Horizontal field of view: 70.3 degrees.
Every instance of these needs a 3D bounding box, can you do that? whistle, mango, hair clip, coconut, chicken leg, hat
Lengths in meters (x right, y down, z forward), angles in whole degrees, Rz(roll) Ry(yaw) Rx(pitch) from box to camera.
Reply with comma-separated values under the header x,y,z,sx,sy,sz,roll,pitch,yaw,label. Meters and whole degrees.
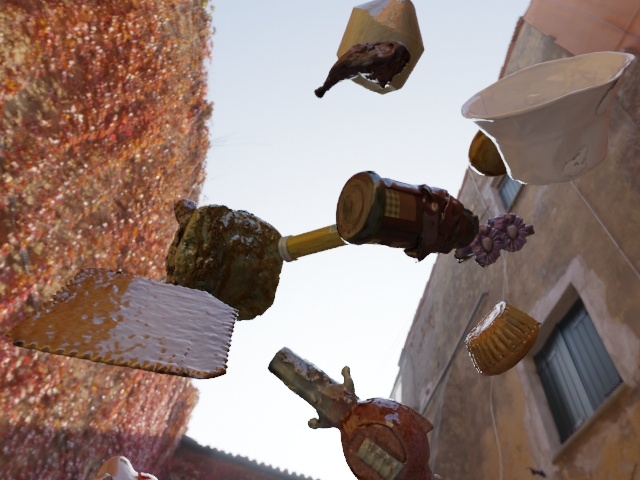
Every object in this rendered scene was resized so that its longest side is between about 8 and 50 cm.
x,y,z,sx,sy,sz,roll,pitch,yaw,label
0.056,0.299,0.764,0.346,0.133,0.142,32,-59,21,whistle
0.440,-0.236,1.030,0.227,0.099,0.136,-34,-78,26,mango
0.435,-0.004,1.136,0.084,0.292,0.106,-19,-91,56,hair clip
0.152,-0.481,1.105,0.202,0.202,0.222,23,-64,-6,coconut
0.078,-0.346,0.916,0.204,0.053,0.093,-2,-54,19,chicken leg
0.299,-0.151,0.600,0.203,0.203,0.126,-14,-63,18,hat

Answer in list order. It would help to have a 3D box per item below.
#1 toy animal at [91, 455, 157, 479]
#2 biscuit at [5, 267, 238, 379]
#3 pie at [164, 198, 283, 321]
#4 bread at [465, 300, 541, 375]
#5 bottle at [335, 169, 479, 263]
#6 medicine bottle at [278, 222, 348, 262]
x,y,z,sx,sy,sz,roll,pitch,yaw,label
-0.374,0.475,0.782,0.171,0.172,0.197,-39,-34,29,toy animal
-0.228,0.098,0.588,0.236,0.232,0.013,14,-76,-9,biscuit
-0.289,0.071,1.490,0.417,0.396,0.180,17,-22,-38,pie
0.551,0.305,1.396,0.139,0.240,0.240,41,-58,5,bread
0.167,-0.032,0.832,0.271,0.143,0.156,9,-17,-28,bottle
0.000,0.000,1.143,0.218,0.074,0.074,-15,-61,30,medicine bottle
